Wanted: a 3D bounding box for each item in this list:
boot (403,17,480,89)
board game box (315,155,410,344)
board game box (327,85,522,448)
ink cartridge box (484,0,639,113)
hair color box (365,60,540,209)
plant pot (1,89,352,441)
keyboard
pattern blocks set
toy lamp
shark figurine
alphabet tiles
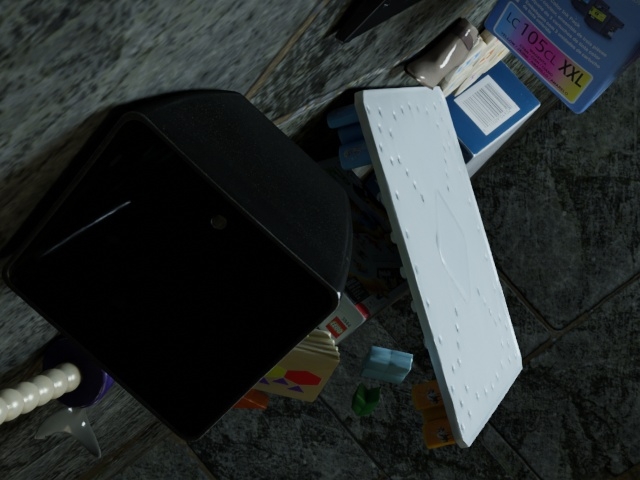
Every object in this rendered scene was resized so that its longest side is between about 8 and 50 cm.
[{"bbox_3d":[0.142,-0.216,1.411,0.087,0.042,0.118,-49,173,14],"label":"boot"},{"bbox_3d":[0.019,0.001,1.438,0.053,0.193,0.305,-43,174,20],"label":"board game box"},{"bbox_3d":[0.135,0.013,1.468,0.050,0.390,0.390,-16,-178,19],"label":"board game box"},{"bbox_3d":[0.341,-0.332,1.161,0.270,0.151,0.395,-44,170,-25],"label":"ink cartridge box"},{"bbox_3d":[0.182,-0.126,1.945,0.174,0.105,0.347,-37,172,-33],"label":"hair color box"},{"bbox_3d":[-0.083,-0.004,0.912,0.188,0.187,0.167,-45,-174,33],"label":"plant pot"},{"bbox_3d":[0.091,-0.230,1.057,0.180,0.023,0.108,-37,179,-41],"label":"keyboard"},{"bbox_3d":[-0.078,0.119,1.317,0.285,0.324,0.026,132,-26,-58],"label":"pattern blocks set"},{"bbox_3d":[-0.276,0.144,1.188,0.080,0.080,0.274,-43,172,20],"label":"toy lamp"},{"bbox_3d":[-0.223,0.135,1.499,0.278,0.166,0.116,-24,149,5],"label":"shark figurine"},{"bbox_3d":[0.263,-0.294,1.657,0.284,0.021,0.278,-39,174,-15],"label":"alphabet tiles"}]
